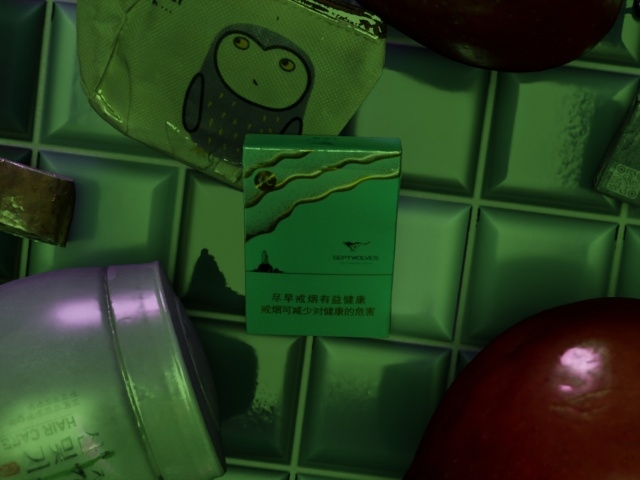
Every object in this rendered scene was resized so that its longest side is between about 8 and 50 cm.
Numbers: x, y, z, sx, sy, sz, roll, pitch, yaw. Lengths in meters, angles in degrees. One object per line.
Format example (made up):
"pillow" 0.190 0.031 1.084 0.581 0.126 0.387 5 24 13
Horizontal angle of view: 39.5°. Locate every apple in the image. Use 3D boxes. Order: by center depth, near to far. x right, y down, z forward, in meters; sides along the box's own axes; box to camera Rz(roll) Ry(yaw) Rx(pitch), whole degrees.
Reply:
"apple" 0.159 -0.308 0.845 0.317 0.288 0.288 23 95 15

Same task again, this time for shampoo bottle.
"shampoo bottle" -0.240 0.162 0.887 0.266 0.273 0.272 -17 94 -5

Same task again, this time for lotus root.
"lotus root" -0.321 -0.041 0.951 0.122 0.112 0.081 17 89 0

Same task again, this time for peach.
"peach" 0.263 0.248 0.854 0.389 0.388 0.388 0 95 0

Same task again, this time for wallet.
"wallet" -0.115 -0.183 0.902 0.335 0.068 0.274 24 134 -1

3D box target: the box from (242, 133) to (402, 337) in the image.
"box" 0.000 -0.001 0.947 0.162 0.041 0.229 1 119 0

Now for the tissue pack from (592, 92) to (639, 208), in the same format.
"tissue pack" 0.388 -0.078 0.955 0.156 0.051 0.112 21 118 4

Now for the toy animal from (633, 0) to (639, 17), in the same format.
"toy animal" 0.380 -0.273 0.934 0.108 0.062 0.220 -17 63 28
